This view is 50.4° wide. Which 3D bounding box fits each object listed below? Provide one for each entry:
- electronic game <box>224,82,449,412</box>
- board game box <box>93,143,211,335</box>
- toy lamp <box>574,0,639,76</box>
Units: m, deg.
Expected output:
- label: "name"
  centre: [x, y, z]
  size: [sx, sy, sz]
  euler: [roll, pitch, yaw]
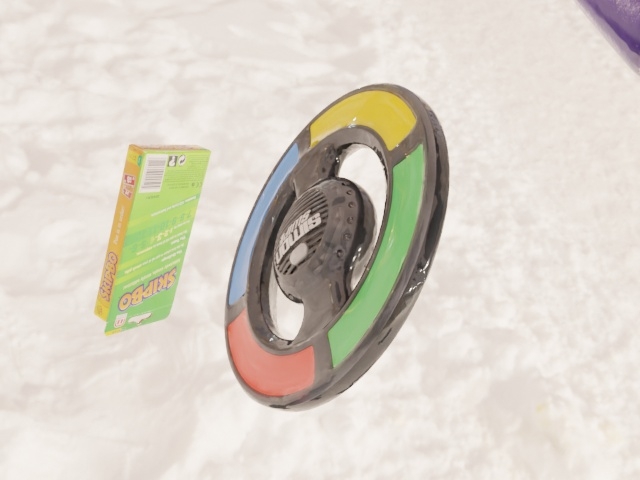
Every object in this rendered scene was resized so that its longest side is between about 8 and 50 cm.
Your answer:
- label: "electronic game"
  centre: [0.000, 0.000, 0.458]
  size: [0.048, 0.229, 0.229]
  euler: [24, 27, -30]
- label: "board game box"
  centre: [-0.225, -0.001, 0.908]
  size: [0.039, 0.259, 0.124]
  euler: [24, 18, 28]
- label: "toy lamp"
  centre: [0.223, -0.059, 0.287]
  size: [0.080, 0.080, 0.274]
  euler: [-18, 55, -36]
